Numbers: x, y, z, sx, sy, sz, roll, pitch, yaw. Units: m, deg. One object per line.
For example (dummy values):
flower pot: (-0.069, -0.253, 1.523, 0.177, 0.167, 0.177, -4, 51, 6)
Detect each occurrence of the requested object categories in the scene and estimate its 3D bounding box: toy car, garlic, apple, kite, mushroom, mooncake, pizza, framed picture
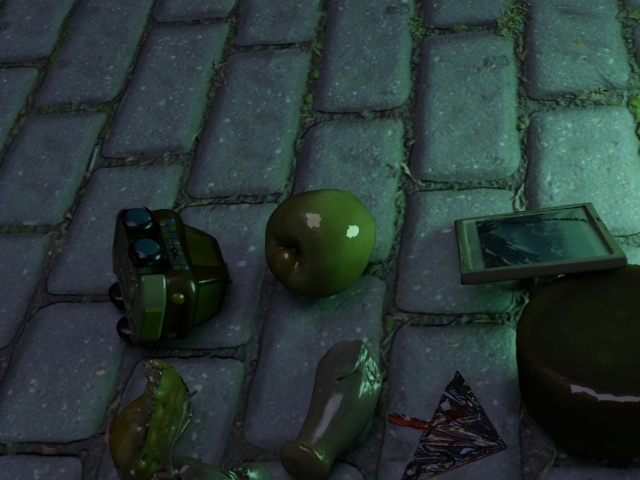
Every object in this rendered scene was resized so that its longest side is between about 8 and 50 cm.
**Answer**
toy car: (-0.254, 0.057, 1.824, 0.198, 0.204, 0.248, -2, 41, -22)
garlic: (-0.184, 0.340, 1.485, 0.207, 0.257, 0.207, -16, 0, 0)
apple: (0.000, 0.000, 1.795, 0.200, 0.200, 0.200, -7, 44, 7)
kite: (0.185, 0.289, 1.572, 0.189, 0.009, 0.232, 12, 49, 25)
mushroom: (0.026, 0.253, 1.592, 0.108, 0.096, 0.247, 25, 54, 2)
mooncake: (0.427, 0.176, 1.523, 0.284, 0.156, 0.284, -8, 43, 8)
pizza: (-0.269, 0.266, 1.583, 0.080, 0.204, 0.188, 16, 56, 14)
framed picture: (0.344, 0.000, 1.710, 0.247, 0.022, 0.335, -7, 15, 8)

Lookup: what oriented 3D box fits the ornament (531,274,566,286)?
ornament: (0.395, 0.053, 1.741, 0.092, 0.041, 0.068, 1, 22, 32)
